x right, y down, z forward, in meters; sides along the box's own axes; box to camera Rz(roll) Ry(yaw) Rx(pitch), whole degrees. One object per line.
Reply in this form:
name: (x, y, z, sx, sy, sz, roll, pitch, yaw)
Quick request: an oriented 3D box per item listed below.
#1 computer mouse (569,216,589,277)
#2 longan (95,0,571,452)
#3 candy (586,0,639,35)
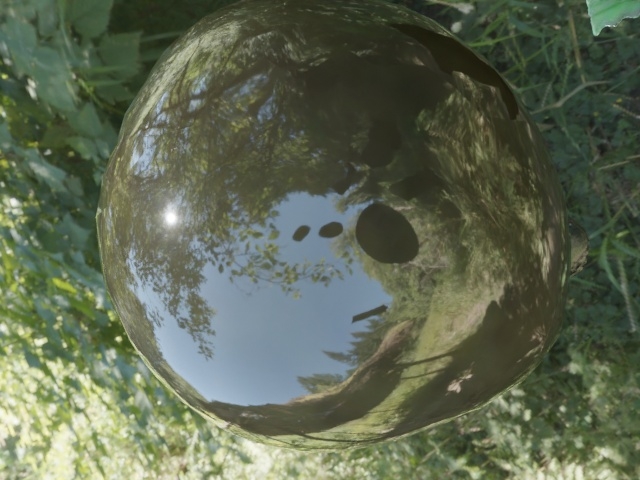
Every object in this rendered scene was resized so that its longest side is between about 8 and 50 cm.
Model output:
computer mouse: (0.260, -0.001, 0.837, 0.217, 0.073, 0.122, 21, 130, 39)
longan: (0.000, 0.000, 0.495, 0.404, 0.336, 0.405, 23, 143, 18)
candy: (0.346, -0.399, 0.609, 0.262, 0.397, 0.172, -24, 63, 35)
